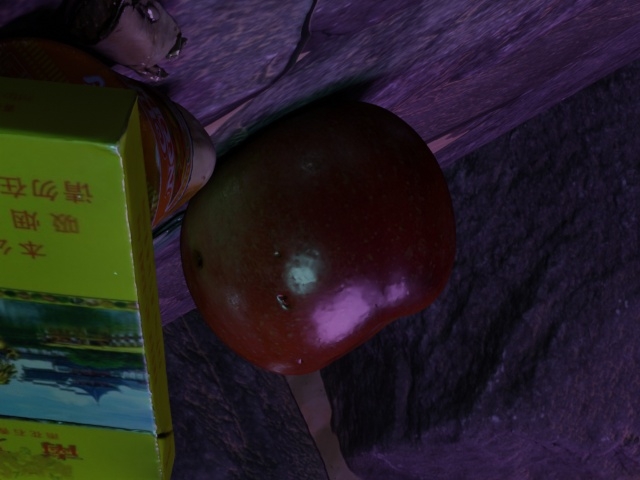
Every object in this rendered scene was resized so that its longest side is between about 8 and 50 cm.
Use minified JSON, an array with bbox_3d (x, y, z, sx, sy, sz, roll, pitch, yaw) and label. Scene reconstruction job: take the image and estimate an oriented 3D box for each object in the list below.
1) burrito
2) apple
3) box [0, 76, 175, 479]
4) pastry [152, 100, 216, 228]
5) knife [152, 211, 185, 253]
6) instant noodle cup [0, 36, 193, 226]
[{"bbox_3d":[-0.122,-0.135,0.758,0.055,0.041,0.149,-43,170,5],"label":"burrito"},{"bbox_3d":[0.000,0.000,1.465,0.348,0.277,0.348,-29,175,-3],"label":"apple"},{"bbox_3d":[-0.187,0.042,0.694,0.187,0.047,0.335,5,139,2],"label":"box"},{"bbox_3d":[-0.164,-0.051,1.007,0.156,0.092,0.156,-34,170,-7],"label":"pastry"},{"bbox_3d":[-0.229,0.003,1.655,0.162,0.023,0.044,-33,170,41],"label":"knife"},{"bbox_3d":[-0.163,-0.052,0.801,0.168,0.168,0.185,-31,-178,11],"label":"instant noodle cup"}]
